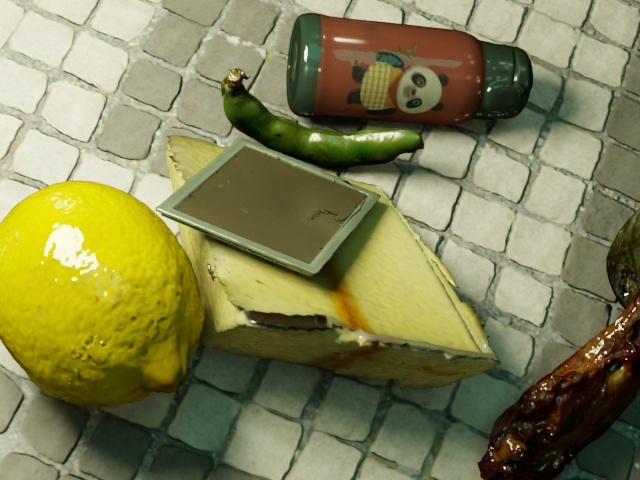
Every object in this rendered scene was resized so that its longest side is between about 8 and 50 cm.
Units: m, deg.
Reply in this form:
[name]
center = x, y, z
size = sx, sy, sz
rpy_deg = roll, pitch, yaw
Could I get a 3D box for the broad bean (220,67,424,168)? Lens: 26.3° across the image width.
[broad bean]
center = -0.014, -0.150, 1.840
size = 0.292, 0.144, 0.049
rpy_deg = 19, 62, -20

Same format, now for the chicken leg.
[chicken leg]
center = 0.348, 0.162, 1.742
size = 0.407, 0.158, 0.096
rpy_deg = -48, 53, -2

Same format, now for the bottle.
[bottle]
center = 0.127, -0.235, 1.903
size = 0.336, 0.144, 0.144
rpy_deg = 3, 65, -10

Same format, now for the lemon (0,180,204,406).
[lemon]
center = -0.268, 0.068, 1.631
size = 0.245, 0.245, 0.320
rpy_deg = -35, 65, -22

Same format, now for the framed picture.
[framed picture]
center = -0.059, -0.045, 1.733
size = 0.216, 0.016, 0.273
rpy_deg = 22, 28, 11

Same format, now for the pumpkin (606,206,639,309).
[pumpkin]
center = 0.556, 0.044, 1.807
size = 0.325, 0.232, 0.242
rpy_deg = 16, 66, 1

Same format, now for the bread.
[bread]
center = 0.000, 0.000, 1.732
size = 0.345, 0.242, 0.405
rpy_deg = 1, 67, -17
